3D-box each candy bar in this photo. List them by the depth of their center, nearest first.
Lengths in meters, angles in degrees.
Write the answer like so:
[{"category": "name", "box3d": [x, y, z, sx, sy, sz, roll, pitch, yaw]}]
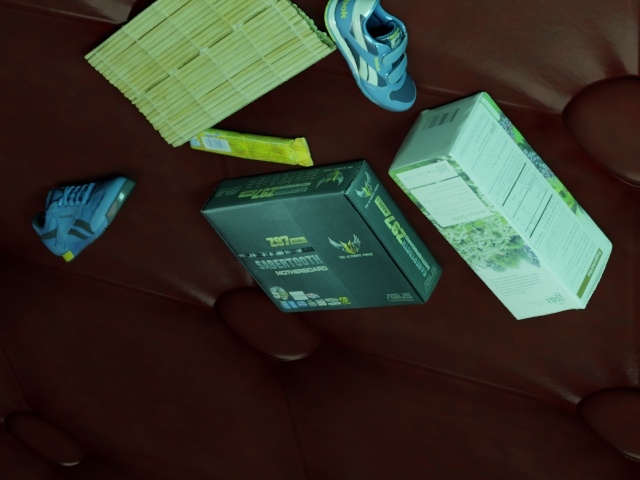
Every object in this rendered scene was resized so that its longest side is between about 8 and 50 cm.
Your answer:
[{"category": "candy bar", "box3d": [-0.084, -0.109, 1.907, 0.161, 0.018, 0.040, 10, 138, 27]}]

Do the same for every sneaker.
[{"category": "sneaker", "box3d": [0.061, -0.186, 1.673, 0.059, 0.053, 0.144, -7, 133, 39]}, {"category": "sneaker", "box3d": [-0.305, -0.039, 2.115, 0.082, 0.069, 0.209, 42, 144, -11]}]

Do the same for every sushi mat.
[{"category": "sushi mat", "box3d": [-0.124, -0.203, 1.804, 0.151, 0.019, 0.316, 47, 142, -14]}]

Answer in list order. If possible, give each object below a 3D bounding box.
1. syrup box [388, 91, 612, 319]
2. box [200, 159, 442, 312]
[{"category": "syrup box", "box3d": [0.189, -0.031, 1.739, 0.093, 0.096, 0.237, -14, 127, 48]}, {"category": "box", "box3d": [0.000, 0.000, 1.951, 0.233, 0.059, 0.183, -6, 132, 41]}]
